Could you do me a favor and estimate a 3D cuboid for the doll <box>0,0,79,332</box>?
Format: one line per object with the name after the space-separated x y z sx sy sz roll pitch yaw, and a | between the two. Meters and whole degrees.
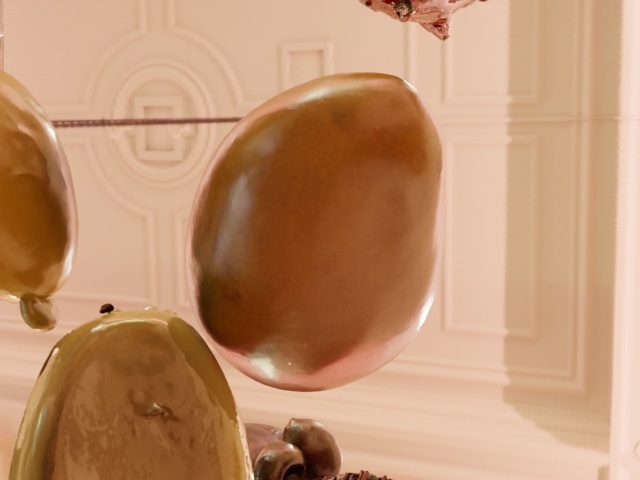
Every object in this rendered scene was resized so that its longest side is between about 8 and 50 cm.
-0.403 -0.135 1.082 0.161 0.348 0.423 -15 -120 17 | doll

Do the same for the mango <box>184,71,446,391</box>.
0.000 0.000 1.063 0.300 0.232 0.445 8 -42 -9 | mango

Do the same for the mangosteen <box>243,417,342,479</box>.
-0.091 0.431 1.491 0.347 0.307 0.306 -38 -99 40 | mangosteen

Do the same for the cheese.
-0.202 0.216 1.030 0.128 0.260 0.315 129 -38 -54 | cheese

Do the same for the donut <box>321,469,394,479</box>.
0.059 0.384 1.104 0.216 0.096 0.230 -20 -73 40 | donut

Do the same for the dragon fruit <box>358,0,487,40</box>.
0.113 -0.336 1.108 0.200 0.269 0.198 2 -79 14 | dragon fruit
